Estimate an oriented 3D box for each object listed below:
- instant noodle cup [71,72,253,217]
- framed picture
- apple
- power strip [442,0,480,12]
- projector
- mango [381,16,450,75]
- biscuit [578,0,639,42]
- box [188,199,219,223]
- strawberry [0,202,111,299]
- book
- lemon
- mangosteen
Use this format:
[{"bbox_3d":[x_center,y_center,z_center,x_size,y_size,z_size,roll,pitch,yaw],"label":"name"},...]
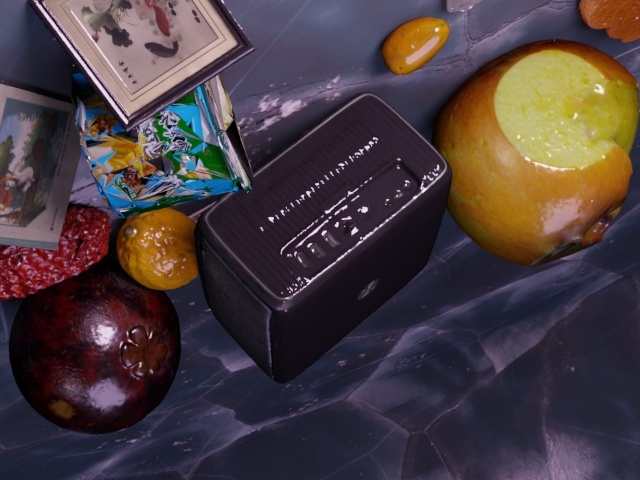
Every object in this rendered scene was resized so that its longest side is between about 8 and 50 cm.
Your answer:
[{"bbox_3d":[-0.212,-0.142,1.399,0.178,0.240,0.240,-19,159,5],"label":"instant noodle cup"},{"bbox_3d":[-0.211,-0.253,1.241,0.199,0.195,0.010,-30,-159,14],"label":"framed picture"},{"bbox_3d":[0.386,-0.145,1.811,0.384,0.374,0.374,-32,157,22],"label":"apple"},{"bbox_3d":[0.196,-0.397,1.459,0.060,0.027,0.253,-22,158,0],"label":"power strip"},{"bbox_3d":[0.000,0.000,1.783,0.395,0.242,0.405,-38,161,-17],"label":"projector"},{"bbox_3d":[0.146,-0.297,1.596,0.114,0.060,0.080,-41,155,30],"label":"mango"},{"bbox_3d":[0.505,-0.422,1.686,0.202,0.047,0.334,-27,156,11],"label":"biscuit"},{"bbox_3d":[-0.194,-0.030,1.916,0.198,0.029,0.109,-28,158,11],"label":"box"},{"bbox_3d":[-0.458,0.023,1.673,0.286,0.106,0.188,-9,156,-33],"label":"strawberry"},{"bbox_3d":[-0.426,-0.099,1.355,0.282,0.025,0.215,6,100,-55],"label":"book"},{"bbox_3d":[-0.273,0.012,1.781,0.142,0.142,0.187,-30,151,17],"label":"lemon"},{"bbox_3d":[-0.418,0.188,1.873,0.359,0.306,0.306,-3,175,40],"label":"mangosteen"}]
